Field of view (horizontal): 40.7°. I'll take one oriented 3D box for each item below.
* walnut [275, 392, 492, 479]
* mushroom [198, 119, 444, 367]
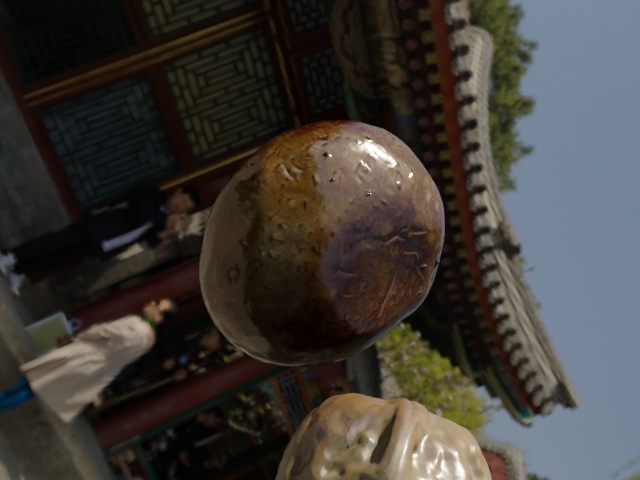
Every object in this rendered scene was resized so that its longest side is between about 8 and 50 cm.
[{"bbox_3d":[0.071,0.306,1.015,0.273,0.273,0.227,49,-11,50],"label":"walnut"},{"bbox_3d":[0.012,0.006,1.144,0.239,0.345,0.345,10,-51,39],"label":"mushroom"}]
